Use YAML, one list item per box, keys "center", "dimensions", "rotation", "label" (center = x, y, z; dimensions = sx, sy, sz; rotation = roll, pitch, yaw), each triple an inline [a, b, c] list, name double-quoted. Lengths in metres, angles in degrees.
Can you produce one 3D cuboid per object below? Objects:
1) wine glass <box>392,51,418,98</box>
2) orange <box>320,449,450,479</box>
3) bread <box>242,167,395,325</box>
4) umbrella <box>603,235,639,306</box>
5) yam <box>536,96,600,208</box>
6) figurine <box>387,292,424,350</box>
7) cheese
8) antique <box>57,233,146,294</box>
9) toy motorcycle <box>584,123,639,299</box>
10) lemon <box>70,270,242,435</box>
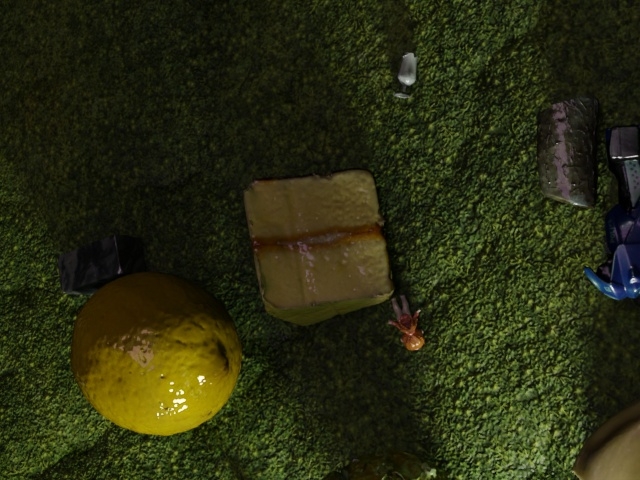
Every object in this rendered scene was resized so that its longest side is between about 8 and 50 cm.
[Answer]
- center: [0.158, -0.307, 2.065]
  dimensions: [0.039, 0.042, 0.083]
  rotation: [10, 86, -6]
  label: "wine glass"
- center: [0.102, 0.489, 1.867]
  dimensions: [0.301, 0.300, 0.223]
  rotation: [-34, 60, -7]
  label: "orange"
- center: [0.000, 0.000, 2.042]
  dimensions: [0.236, 0.198, 0.263]
  rotation: [-16, 74, 22]
  label: "bread"
- center: [0.502, 0.049, 1.821]
  dimensions: [0.036, 0.031, 0.133]
  rotation: [-31, 69, 22]
  label: "umbrella"
- center: [0.413, -0.143, 1.859]
  dimensions: [0.107, 0.107, 0.183]
  rotation: [-3, 84, 31]
  label: "yam"
- center: [0.155, 0.147, 2.012]
  dimensions: [0.064, 0.047, 0.109]
  rotation: [-20, 66, 3]
  label: "figurine"
- center: [0.560, 0.342, 1.699]
  dimensions: [0.316, 0.128, 0.259]
  rotation: [-44, 63, 17]
  label: "cheese"
- center: [-0.471, 0.056, 2.370]
  dimensions: [0.183, 0.086, 0.088]
  rotation: [-18, 75, 28]
  label: "antique"
- center: [0.512, -0.030, 1.757]
  dimensions: [0.196, 0.125, 0.331]
  rotation: [-5, 80, 18]
  label: "toy motorcycle"
- center: [-0.316, 0.217, 2.137]
  dimensions: [0.336, 0.336, 0.335]
  rotation: [-4, 82, 31]
  label: "lemon"
